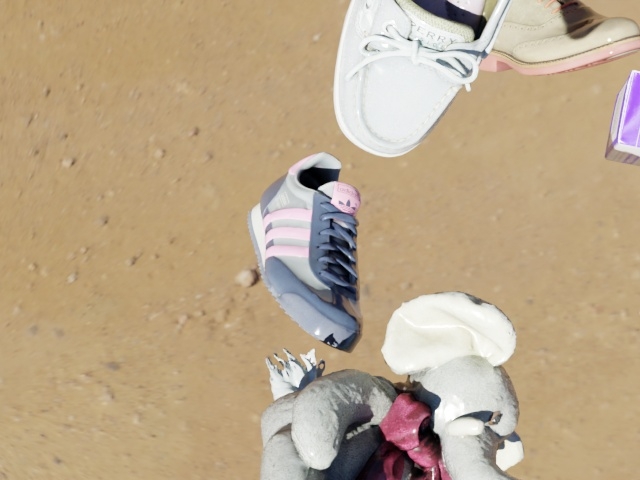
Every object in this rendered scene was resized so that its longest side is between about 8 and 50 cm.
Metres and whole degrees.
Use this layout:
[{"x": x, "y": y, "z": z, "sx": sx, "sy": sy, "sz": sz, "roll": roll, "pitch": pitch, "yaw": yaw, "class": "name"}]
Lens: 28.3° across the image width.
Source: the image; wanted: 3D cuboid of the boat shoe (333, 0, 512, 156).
[{"x": 0.105, "y": -0.213, "z": 1.023, "sx": 0.118, "sy": 0.103, "sz": 0.320, "roll": 27, "pitch": 102, "yaw": -8, "class": "boat shoe"}]

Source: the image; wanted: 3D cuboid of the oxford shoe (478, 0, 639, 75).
[{"x": 0.305, "y": -0.297, "z": 1.723, "sx": 0.123, "sy": 0.348, "sz": 0.130, "roll": -15, "pitch": 105, "yaw": -26, "class": "oxford shoe"}]

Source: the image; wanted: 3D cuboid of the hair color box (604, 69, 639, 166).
[{"x": 0.564, "y": -0.133, "z": 1.695, "sx": 0.339, "sy": 0.185, "sz": 0.110, "roll": 10, "pitch": 88, "yaw": 8, "class": "hair color box"}]

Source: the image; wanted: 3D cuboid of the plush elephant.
[{"x": 0.087, "y": 0.202, "z": 1.206, "sx": 0.256, "sy": 0.330, "sz": 0.271, "roll": -17, "pitch": 131, "yaw": 7, "class": "plush elephant"}]

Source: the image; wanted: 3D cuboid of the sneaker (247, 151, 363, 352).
[{"x": 0.000, "y": 0.000, "z": 1.470, "sx": 0.112, "sy": 0.319, "sz": 0.131, "roll": 31, "pitch": 108, "yaw": -31, "class": "sneaker"}]
